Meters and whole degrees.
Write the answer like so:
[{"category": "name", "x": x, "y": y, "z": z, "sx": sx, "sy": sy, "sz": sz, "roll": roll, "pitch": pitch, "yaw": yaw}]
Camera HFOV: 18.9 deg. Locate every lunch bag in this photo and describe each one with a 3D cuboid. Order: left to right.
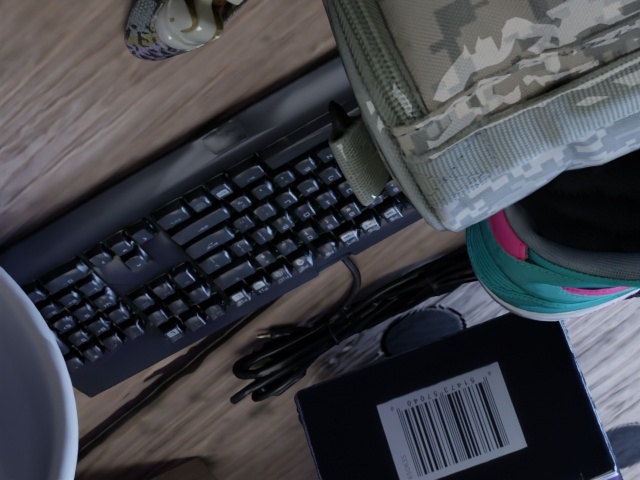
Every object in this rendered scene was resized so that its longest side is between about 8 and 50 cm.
[{"category": "lunch bag", "x": 0.129, "y": -0.151, "z": 0.694, "sx": 0.305, "sy": 0.256, "sz": 0.212, "roll": -23, "pitch": 135, "yaw": 8}]

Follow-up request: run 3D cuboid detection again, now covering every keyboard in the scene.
[{"category": "keyboard", "x": 0.000, "y": 0.000, "z": 0.996, "sx": 0.317, "sy": 0.033, "sz": 0.201, "roll": -29, "pitch": 137, "yaw": 15}]

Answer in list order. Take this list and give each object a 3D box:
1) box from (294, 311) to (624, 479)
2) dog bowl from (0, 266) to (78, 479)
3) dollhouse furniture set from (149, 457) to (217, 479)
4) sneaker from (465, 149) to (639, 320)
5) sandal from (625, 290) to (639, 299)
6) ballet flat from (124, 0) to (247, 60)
[{"category": "box", "x": 0.092, "y": 0.137, "z": 1.080, "sx": 0.153, "sy": 0.108, "sz": 0.207, "roll": -21, "pitch": 153, "yaw": 7}, {"category": "dog bowl", "x": -0.246, "y": 0.098, "z": 0.849, "sx": 0.265, "sy": 0.265, "sz": 0.104, "roll": 4, "pitch": 138, "yaw": -21}, {"category": "dollhouse furniture set", "x": -0.091, "y": 0.329, "z": 1.072, "sx": 0.286, "sy": 0.303, "sz": 0.198, "roll": -23, "pitch": 143, "yaw": -28}, {"category": "sneaker", "x": 0.189, "y": -0.067, "z": 0.857, "sx": 0.295, "sy": 0.124, "sz": 0.178, "roll": -35, "pitch": 172, "yaw": 5}, {"category": "sandal", "x": 0.158, "y": 0.006, "z": 1.047, "sx": 0.179, "sy": 0.040, "sz": 0.067, "roll": -4, "pitch": 151, "yaw": -38}, {"category": "ballet flat", "x": -0.048, "y": -0.112, "z": 0.852, "sx": 0.041, "sy": 0.041, "sz": 0.114, "roll": 24, "pitch": 126, "yaw": -36}]
